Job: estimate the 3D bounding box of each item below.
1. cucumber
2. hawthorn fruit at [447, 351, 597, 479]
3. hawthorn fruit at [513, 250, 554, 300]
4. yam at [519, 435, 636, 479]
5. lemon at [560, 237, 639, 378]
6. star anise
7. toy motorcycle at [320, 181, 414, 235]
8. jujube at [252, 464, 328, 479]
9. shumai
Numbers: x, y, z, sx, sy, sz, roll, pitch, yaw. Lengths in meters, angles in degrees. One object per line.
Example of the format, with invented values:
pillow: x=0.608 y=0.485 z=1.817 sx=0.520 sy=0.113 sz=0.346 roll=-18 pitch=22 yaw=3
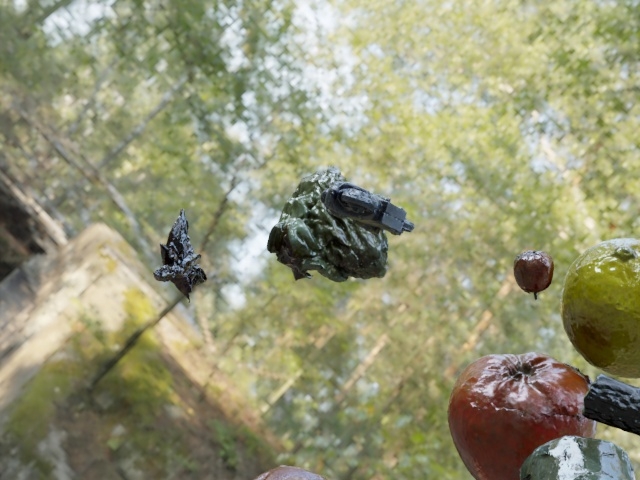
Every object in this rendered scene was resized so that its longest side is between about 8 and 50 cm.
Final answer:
cucumber: x=0.522 y=0.262 z=1.607 sx=0.300 sy=0.072 sz=0.072 roll=17 pitch=-23 yaw=5
hawthorn fruit: x=0.369 y=0.362 z=2.032 sx=0.276 sy=0.276 sz=0.308 roll=9 pitch=-74 yaw=61
hawthorn fruit: x=0.365 y=0.053 z=1.911 sx=0.077 sy=0.077 sz=0.077 roll=40 pitch=-19 yaw=16
yam: x=0.395 y=0.493 z=1.735 sx=0.241 sy=0.348 sz=0.241 roll=7 pitch=-46 yaw=8
lemon: x=0.557 y=0.123 z=2.027 sx=0.267 sy=0.267 sz=0.267 roll=40 pitch=-19 yaw=16
star anise: x=-0.266 y=0.027 z=2.106 sx=0.053 sy=0.157 sz=0.212 roll=-7 pitch=-20 yaw=18
toy motorcycle: x=0.061 y=-0.050 z=1.697 sx=0.124 sy=0.061 sz=0.193 roll=18 pitch=-3 yaw=31
jujube: x=-0.008 y=0.358 z=1.283 sx=0.155 sy=0.155 sz=0.230 roll=24 pitch=-21 yaw=48
shumai: x=0.002 y=-0.001 z=2.179 sx=0.256 sy=0.218 sz=0.189 roll=51 pitch=-27 yaw=27
